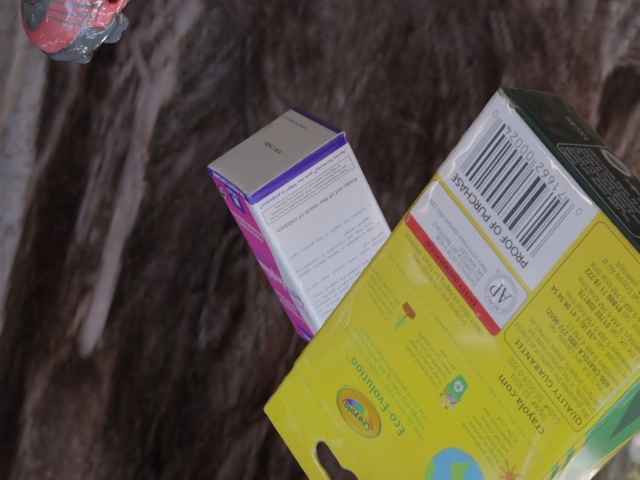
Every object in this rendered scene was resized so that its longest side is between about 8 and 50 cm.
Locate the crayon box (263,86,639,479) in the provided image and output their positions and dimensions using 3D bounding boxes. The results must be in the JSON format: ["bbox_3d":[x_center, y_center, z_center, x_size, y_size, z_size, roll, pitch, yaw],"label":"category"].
[{"bbox_3d":[0.108,0.082,0.894,0.081,0.318,0.202,-1,-133,-46],"label":"crayon box"}]

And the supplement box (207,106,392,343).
[{"bbox_3d":[0.000,0.000,1.282,0.220,0.114,0.111,61,167,-28],"label":"supplement box"}]

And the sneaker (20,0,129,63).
[{"bbox_3d":[-0.157,-0.243,0.783,0.135,0.276,0.097,-2,-159,-43],"label":"sneaker"}]
